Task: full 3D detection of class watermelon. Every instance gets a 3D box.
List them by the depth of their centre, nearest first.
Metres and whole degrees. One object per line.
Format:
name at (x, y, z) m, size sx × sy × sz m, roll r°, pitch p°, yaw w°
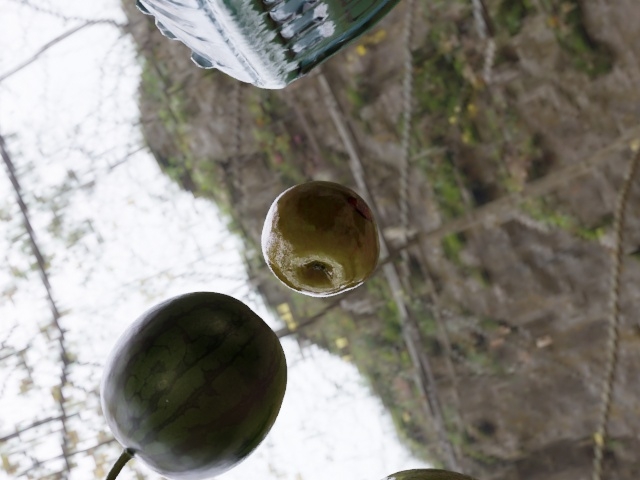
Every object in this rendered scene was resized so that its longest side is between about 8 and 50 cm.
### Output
watermelon at (-0.109, 0.127, 1.092) m, size 0.187 × 0.140 × 0.141 m, roll -48°, pitch -65°, yaw -16°

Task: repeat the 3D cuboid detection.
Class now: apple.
apple at (0.000, 0.000, 0.989) m, size 0.084 × 0.084 × 0.071 m, roll 48°, pitch -155°, yaw -25°

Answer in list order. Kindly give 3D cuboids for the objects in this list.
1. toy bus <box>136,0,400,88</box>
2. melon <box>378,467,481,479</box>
toy bus at (-0.044, -0.216, 0.816) m, size 0.183 × 0.199 × 0.343 m, roll 45°, pitch 180°, yaw 10°
melon at (0.138, 0.362, 1.322) m, size 0.329 × 0.248 × 0.248 m, roll 57°, pitch -144°, yaw -8°
